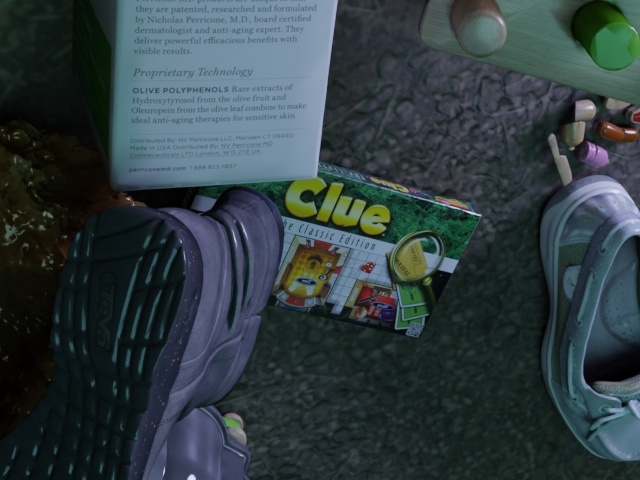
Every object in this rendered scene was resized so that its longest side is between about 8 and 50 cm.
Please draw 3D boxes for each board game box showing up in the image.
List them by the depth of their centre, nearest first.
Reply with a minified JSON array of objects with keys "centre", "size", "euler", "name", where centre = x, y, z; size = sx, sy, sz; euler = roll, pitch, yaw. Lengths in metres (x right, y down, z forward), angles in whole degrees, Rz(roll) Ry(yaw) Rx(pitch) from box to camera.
[{"centre":[0.000,0.000,1.212],"size":[0.260,0.030,0.136],"euler":[13,112,-26],"name":"board game box"}]

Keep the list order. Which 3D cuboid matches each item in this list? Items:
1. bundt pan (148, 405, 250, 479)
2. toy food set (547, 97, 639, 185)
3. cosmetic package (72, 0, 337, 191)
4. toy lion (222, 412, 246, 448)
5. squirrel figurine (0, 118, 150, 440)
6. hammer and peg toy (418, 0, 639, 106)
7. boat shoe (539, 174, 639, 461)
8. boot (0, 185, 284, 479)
[{"centre":[-0.209,0.272,1.217],"size":[0.331,0.124,0.330],"euler":[-5,120,-9],"name":"bundt pan"},{"centre":[0.253,-0.103,1.247],"size":[0.122,0.019,0.078],"euler":[-32,125,-9],"name":"toy food set"},{"centre":[-0.076,-0.239,0.938],"size":[0.155,0.197,0.365],"euler":[-4,121,-16],"name":"cosmetic package"},{"centre":[-0.125,0.201,1.286],"size":[0.096,0.034,0.100],"euler":[10,115,-16],"name":"toy lion"},{"centre":[-0.314,0.001,0.990],"size":[0.397,0.281,0.370],"euler":[-2,102,-53],"name":"squirrel figurine"},{"centre":[0.176,-0.246,1.011],"size":[0.361,0.127,0.266],"euler":[15,114,-8],"name":"hammer and peg toy"},{"centre":[0.277,0.094,1.318],"size":[0.118,0.103,0.320],"euler":[-17,123,-10],"name":"boat shoe"},{"centre":[-0.125,0.126,0.995],"size":[0.118,0.223,0.338],"euler":[30,101,15],"name":"boot"}]
